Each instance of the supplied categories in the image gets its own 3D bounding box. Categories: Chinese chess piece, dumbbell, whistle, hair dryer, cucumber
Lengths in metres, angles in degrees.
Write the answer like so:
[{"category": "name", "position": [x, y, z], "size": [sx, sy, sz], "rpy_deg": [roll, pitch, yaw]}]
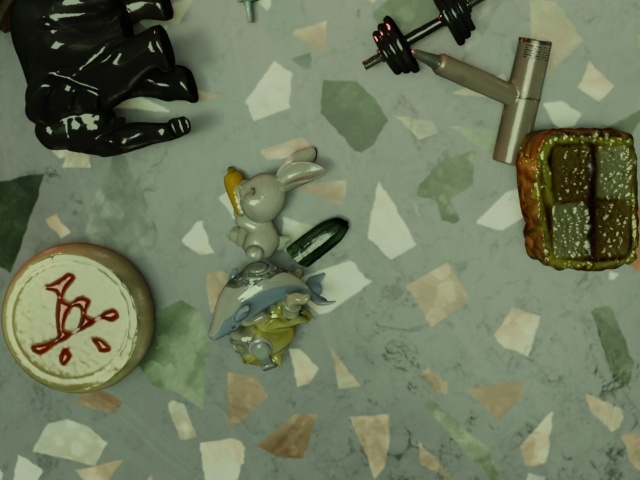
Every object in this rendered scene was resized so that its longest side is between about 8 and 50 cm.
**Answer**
[{"category": "Chinese chess piece", "position": [-0.396, 0.127, 1.938], "size": [0.250, 0.103, 0.249], "rpy_deg": [1, 97, 7]}, {"category": "dumbbell", "position": [0.156, -0.317, 1.786], "size": [0.209, 0.099, 0.099], "rpy_deg": [-29, 94, 12]}, {"category": "whistle", "position": [-0.115, -0.392, 1.847], "size": [0.035, 0.035, 0.100], "rpy_deg": [-4, 99, 9]}, {"category": "hair dryer", "position": [0.232, -0.218, 1.769], "size": [0.220, 0.054, 0.195], "rpy_deg": [5, 102, -24]}, {"category": "cucumber", "position": [0.000, 0.000, 1.885], "size": [0.105, 0.048, 0.048], "rpy_deg": [-37, 92, 11]}]

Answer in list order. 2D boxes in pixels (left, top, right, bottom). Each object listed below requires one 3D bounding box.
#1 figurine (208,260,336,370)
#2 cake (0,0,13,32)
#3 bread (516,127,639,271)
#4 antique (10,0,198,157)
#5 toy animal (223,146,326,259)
[{"category": "figurine", "position": [-0.079, 0.115, 1.875], "size": [0.209, 0.128, 0.183], "rpy_deg": [-17, 120, -2]}, {"category": "cake", "position": [-0.551, -0.479, 1.774], "size": [0.256, 0.290, 0.282], "rpy_deg": [35, 105, 3]}, {"category": "bread", "position": [0.386, -0.061, 1.778], "size": [0.182, 0.096, 0.222], "rpy_deg": [-6, 99, -10]}, {"category": "antique", "position": [-0.347, -0.286, 1.825], "size": [0.255, 0.185, 0.322], "rpy_deg": [-18, 102, 6]}, {"category": "toy animal", "position": [-0.081, -0.070, 1.878], "size": [0.127, 0.131, 0.181], "rpy_deg": [7, 110, -25]}]
